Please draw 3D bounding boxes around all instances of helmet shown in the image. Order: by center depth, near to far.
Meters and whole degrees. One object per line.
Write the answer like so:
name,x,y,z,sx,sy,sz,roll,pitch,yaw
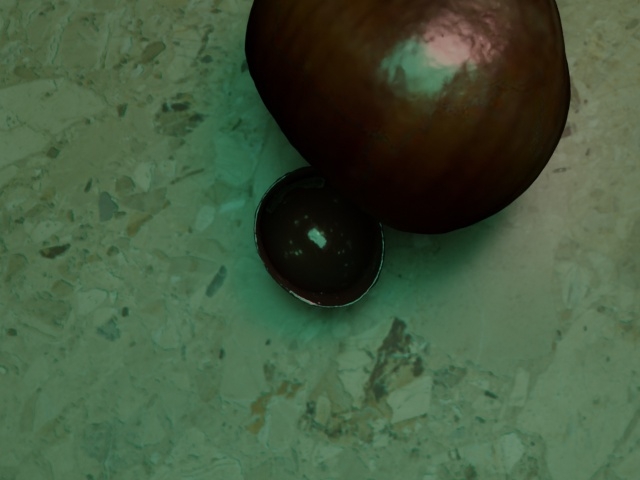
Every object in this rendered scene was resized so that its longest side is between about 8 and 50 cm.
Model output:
helmet,0.000,0.000,1.442,0.155,0.106,0.175,-37,87,-5

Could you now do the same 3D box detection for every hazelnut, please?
hazelnut,0.110,-0.207,1.356,0.359,0.359,0.409,-29,60,-4
